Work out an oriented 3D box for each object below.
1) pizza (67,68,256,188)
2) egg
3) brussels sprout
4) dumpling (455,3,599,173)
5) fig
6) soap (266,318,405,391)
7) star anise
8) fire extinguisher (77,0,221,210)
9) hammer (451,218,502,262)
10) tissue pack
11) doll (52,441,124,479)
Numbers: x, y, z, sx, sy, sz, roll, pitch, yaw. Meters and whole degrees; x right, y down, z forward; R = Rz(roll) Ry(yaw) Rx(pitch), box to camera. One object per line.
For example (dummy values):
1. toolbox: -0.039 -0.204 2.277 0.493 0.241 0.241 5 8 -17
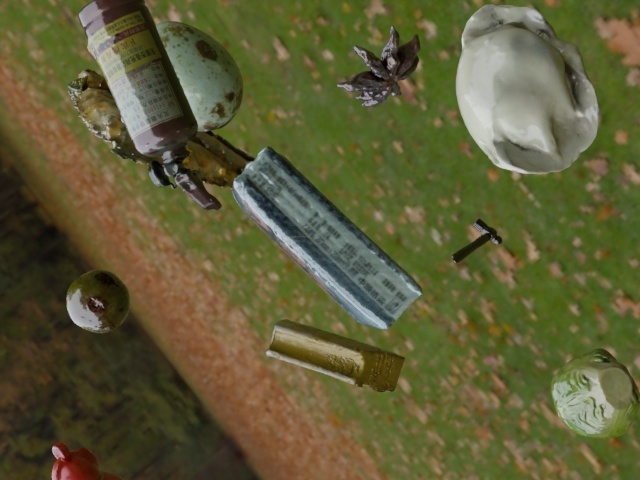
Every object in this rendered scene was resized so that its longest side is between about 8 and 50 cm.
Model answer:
1. pizza: -0.354 -0.238 2.253 0.392 0.080 0.435 37 -167 33
2. egg: -0.243 -0.311 2.078 0.231 0.169 0.169 57 167 -27
3. brussels sprout: 0.445 0.257 1.783 0.155 0.117 0.155 41 159 20
4. dumpling: 0.252 -0.191 1.373 0.132 0.163 0.250 86 174 -66
5. fig: -0.436 0.125 2.194 0.124 0.124 0.236 52 171 2
6. soap: 0.033 0.230 2.180 0.258 0.080 0.160 16 -179 7
7. star anise: 0.092 -0.239 1.552 0.042 0.141 0.141 49 168 30
8. fire extinguisher: -0.170 -0.147 1.204 0.075 0.106 0.252 -24 91 36
9. hammer: 0.283 0.009 2.064 0.065 0.178 0.021 44 127 12
10. tissue pack: 0.000 0.000 1.673 0.316 0.103 0.228 44 177 -4
11. doll: -0.452 0.560 2.234 0.183 0.160 0.363 -4 115 47
